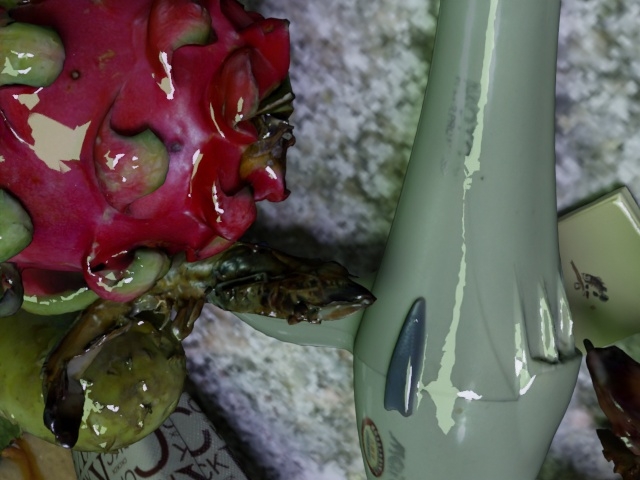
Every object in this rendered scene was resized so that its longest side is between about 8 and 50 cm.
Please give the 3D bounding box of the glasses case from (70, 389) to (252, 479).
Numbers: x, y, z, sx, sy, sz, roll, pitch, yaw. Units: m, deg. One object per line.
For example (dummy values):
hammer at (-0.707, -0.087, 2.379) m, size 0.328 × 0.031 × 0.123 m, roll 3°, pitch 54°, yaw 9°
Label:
glasses case at (-0.061, 0.238, 0.689) m, size 0.355 × 0.085 × 0.137 m, roll 55°, pitch 140°, yaw 18°

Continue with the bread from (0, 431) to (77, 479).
bread at (-0.164, 0.275, 0.765) m, size 0.163 × 0.168 × 0.264 m, roll 17°, pitch 120°, yaw 15°

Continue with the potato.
potato at (-0.174, 0.050, 0.663) m, size 0.225 × 0.117 × 0.090 m, roll 34°, pitch 138°, yaw 33°

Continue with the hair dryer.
hair dryer at (0.027, -0.021, 0.568) m, size 0.298 × 0.119 × 0.296 m, roll 36°, pitch 118°, yaw 26°

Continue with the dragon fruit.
dragon fruit at (-0.127, -0.072, 0.565) m, size 0.198 × 0.273 × 0.219 m, roll 1°, pitch 108°, yaw -21°

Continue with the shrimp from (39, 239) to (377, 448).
shrimp at (-0.071, 0.051, 0.534) m, size 0.195 × 0.148 × 0.035 m, roll 7°, pitch 132°, yaw 47°

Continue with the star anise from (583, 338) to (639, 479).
star anise at (0.219, 0.149, 0.495) m, size 0.272 × 0.102 × 0.272 m, roll 38°, pitch 163°, yaw 14°

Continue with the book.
book at (0.139, 0.026, 0.586) m, size 0.111 × 0.014 × 0.077 m, roll -29°, pitch 101°, yaw 34°
